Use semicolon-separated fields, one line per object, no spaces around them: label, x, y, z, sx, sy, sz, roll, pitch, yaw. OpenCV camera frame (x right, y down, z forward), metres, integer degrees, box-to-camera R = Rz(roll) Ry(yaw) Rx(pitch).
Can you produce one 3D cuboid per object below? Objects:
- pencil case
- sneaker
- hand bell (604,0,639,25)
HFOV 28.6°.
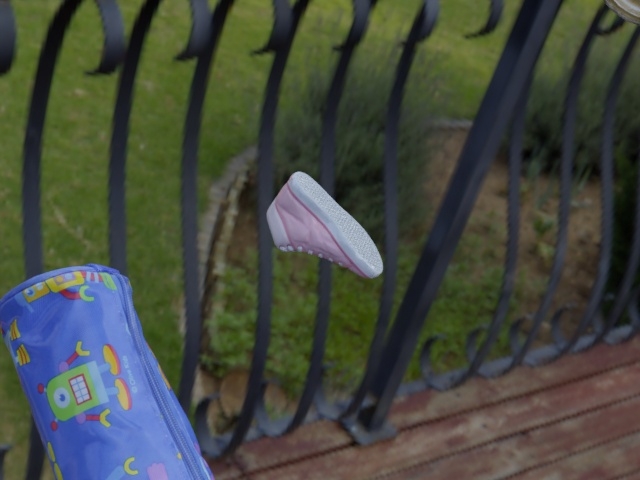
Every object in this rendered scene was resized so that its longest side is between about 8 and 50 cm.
pencil case;-0.164;0.164;1.046;0.306;0.133;0.119;64;17;18
sneaker;0.000;0.000;1.281;0.134;0.070;0.051;47;26;4
hand bell;0.369;-0.289;1.226;0.126;0.126;0.242;34;34;21
